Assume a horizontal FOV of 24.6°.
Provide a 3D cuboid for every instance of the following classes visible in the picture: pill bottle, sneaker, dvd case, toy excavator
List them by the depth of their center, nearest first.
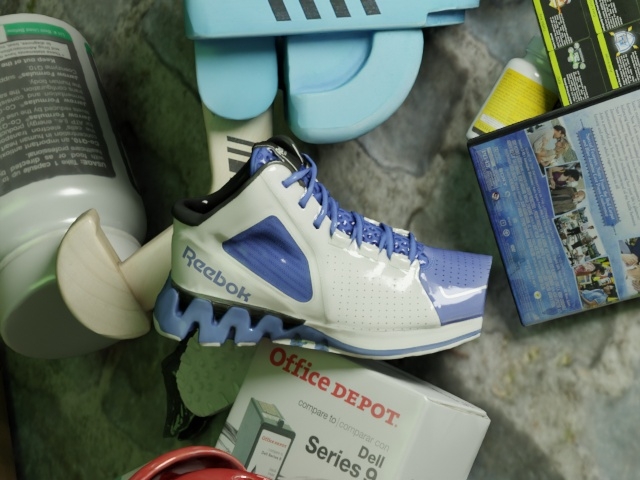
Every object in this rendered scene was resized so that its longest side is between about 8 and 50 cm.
[{"bbox_3d":[0.263,-0.040,1.286,0.253,0.022,0.180,-18,87,32],"label":"dvd case"},{"bbox_3d":[-0.001,0.000,1.329,0.315,0.127,0.182,1,110,4],"label":"sneaker"},{"bbox_3d":[0.191,-0.131,1.382,0.065,0.065,0.116,35,98,39],"label":"pill bottle"},{"bbox_3d":[-0.055,-0.139,1.436,0.432,0.222,0.445,-5,97,-4],"label":"toy excavator"},{"bbox_3d":[-0.052,0.086,1.481,0.090,0.095,0.235,45,103,21],"label":"sneaker"},{"bbox_3d":[-0.137,0.120,1.560,0.089,0.051,0.170,-23,66,25],"label":"sneaker"},{"bbox_3d":[-0.314,-0.062,1.656,0.204,0.204,0.361,-37,56,23],"label":"pill bottle"}]

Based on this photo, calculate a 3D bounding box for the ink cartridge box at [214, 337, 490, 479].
[{"bbox_3d":[-0.001,0.247,1.370,0.211,0.121,0.289,22,89,39],"label":"ink cartridge box"}]

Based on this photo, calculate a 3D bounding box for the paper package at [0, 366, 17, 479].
[{"bbox_3d":[-0.493,0.250,1.622,0.168,0.309,0.325,-29,60,24],"label":"paper package"}]

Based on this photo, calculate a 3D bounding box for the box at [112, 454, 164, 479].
[{"bbox_3d":[-0.201,0.411,1.511,0.232,0.058,0.322,-30,59,26],"label":"box"}]

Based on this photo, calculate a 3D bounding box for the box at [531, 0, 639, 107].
[{"bbox_3d":[0.294,-0.160,1.287,0.184,0.045,0.191,-18,88,35],"label":"box"}]

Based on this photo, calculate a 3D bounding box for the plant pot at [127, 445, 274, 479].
[{"bbox_3d":[-0.089,0.278,1.225,0.174,0.191,0.191,27,93,41],"label":"plant pot"}]
